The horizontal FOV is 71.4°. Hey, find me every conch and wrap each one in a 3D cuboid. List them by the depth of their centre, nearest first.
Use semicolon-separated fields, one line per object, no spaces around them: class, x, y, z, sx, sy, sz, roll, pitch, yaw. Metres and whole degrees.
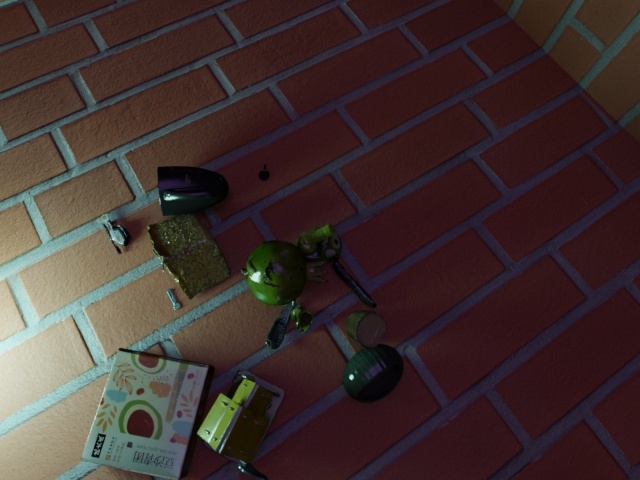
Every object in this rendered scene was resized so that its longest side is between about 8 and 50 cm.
conch;-0.072;0.309;1.788;0.089;0.074;0.121;-7;89;27

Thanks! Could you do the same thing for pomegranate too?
pomegranate;-0.138;0.128;1.765;0.340;0.260;0.261;-3;69;0

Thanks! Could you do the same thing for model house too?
model house;-0.219;0.634;1.518;0.339;0.324;0.301;26;70;7

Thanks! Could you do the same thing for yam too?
yam;0.169;0.336;1.715;0.129;0.238;0.128;-24;86;-11

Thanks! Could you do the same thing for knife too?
knife;-0.604;0.239;1.820;0.027;0.010;0.096;-29;73;-14

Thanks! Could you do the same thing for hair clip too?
hair clip;-0.155;0.331;1.795;0.065;0.036;0.229;22;66;6

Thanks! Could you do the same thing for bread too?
bread;-0.558;0.056;1.869;0.248;0.279;0.315;-29;30;-14

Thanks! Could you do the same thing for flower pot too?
flower pot;0.196;0.495;1.670;0.243;0.189;0.157;-35;35;-10

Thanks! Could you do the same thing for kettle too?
kettle;-0.531;-0.208;1.880;0.290;0.268;0.208;-4;108;-16

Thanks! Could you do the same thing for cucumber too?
cucumber;0.140;0.187;1.867;0.044;0.043;0.257;-40;76;-12

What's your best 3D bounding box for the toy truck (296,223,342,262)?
toy truck;-0.014;0.009;1.854;0.186;0.210;0.148;-17;69;9

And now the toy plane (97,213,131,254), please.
toy plane;-0.873;-0.038;1.894;0.078;0.053;0.197;-37;79;-7

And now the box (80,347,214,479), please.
box;-0.607;0.616;1.610;0.344;0.122;0.386;10;68;1

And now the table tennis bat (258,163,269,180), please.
table tennis bat;-0.260;-0.315;2.062;0.050;0.007;0.083;3;70;-2
